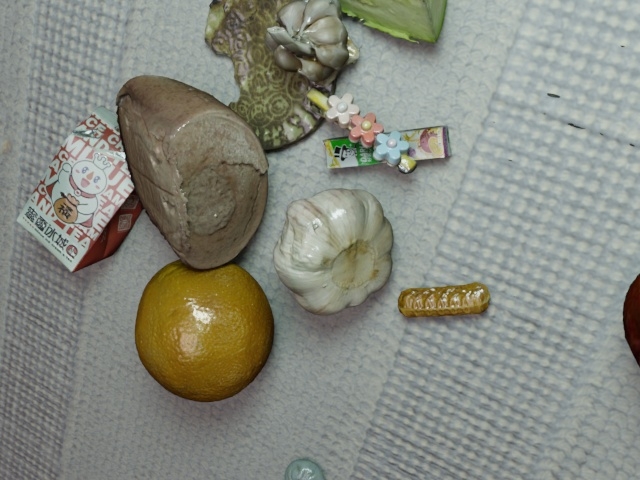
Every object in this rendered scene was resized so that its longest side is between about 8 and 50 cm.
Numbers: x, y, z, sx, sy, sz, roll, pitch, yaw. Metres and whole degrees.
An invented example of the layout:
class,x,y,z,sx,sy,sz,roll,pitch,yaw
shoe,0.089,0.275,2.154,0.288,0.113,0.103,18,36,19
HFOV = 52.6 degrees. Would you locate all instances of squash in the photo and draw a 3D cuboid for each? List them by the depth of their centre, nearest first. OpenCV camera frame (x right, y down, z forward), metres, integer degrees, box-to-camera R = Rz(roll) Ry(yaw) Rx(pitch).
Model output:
class,x,y,z,sx,sy,sz,roll,pitch,yaw
squash,0.016,-0.419,0.918,0.309,0.233,0.210,5,74,19

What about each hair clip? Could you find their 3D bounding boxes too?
class,x,y,z,sx,sy,sz,roll,pitch,yaw
hair clip,0.063,-0.179,1.019,0.214,0.056,0.062,36,74,20

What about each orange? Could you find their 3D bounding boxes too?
class,x,y,z,sx,sy,sz,roll,pitch,yaw
orange,-0.211,0.154,1.177,0.264,0.264,0.264,7,107,23

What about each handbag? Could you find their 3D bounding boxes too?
class,x,y,z,sx,sy,sz,roll,pitch,yaw
handbag,-0.428,-0.102,1.265,0.171,0.151,0.298,42,109,3

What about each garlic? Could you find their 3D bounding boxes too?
class,x,y,z,sx,sy,sz,roll,pitch,yaw
garlic,-0.032,-0.301,0.966,0.131,0.194,0.127,-24,89,32
garlic,0.000,0.000,1.083,0.212,0.219,0.218,32,120,52

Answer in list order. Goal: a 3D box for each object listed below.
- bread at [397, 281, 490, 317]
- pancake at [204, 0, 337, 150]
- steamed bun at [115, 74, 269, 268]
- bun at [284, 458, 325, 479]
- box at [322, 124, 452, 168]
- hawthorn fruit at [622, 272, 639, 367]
class,x,y,z,sx,sy,sz,roll,pitch,yaw
bread,0.203,0.100,1.074,0.157,0.044,0.052,-7,98,26
pancake,-0.097,-0.302,1.114,0.288,0.033,0.286,46,119,7
steamed bun,-0.205,-0.129,1.107,0.251,0.199,0.301,41,143,43
bun,-0.032,0.473,1.284,0.083,0.045,0.083,9,112,22
box,0.106,-0.151,1.053,0.207,0.041,0.049,-3,101,25
hawthorn fruit,0.540,0.110,0.788,0.311,0.295,0.295,-24,93,31
